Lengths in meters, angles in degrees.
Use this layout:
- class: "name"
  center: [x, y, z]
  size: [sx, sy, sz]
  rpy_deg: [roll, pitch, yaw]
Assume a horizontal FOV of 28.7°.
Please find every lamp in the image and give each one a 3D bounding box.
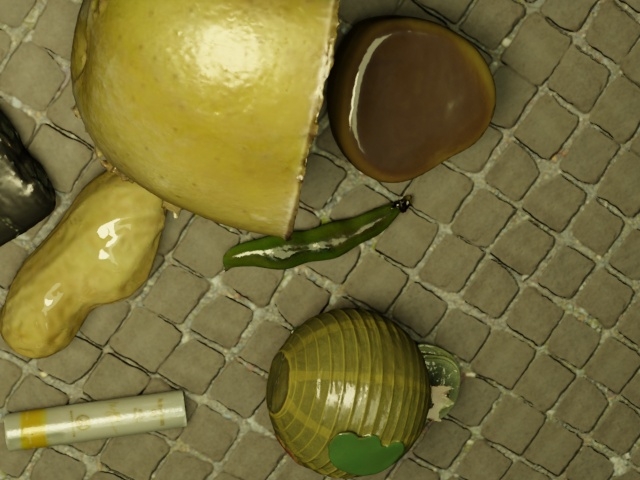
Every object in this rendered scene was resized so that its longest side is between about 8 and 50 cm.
- class: "lamp"
  center: [0.063, 0.220, 1.809]
  size: [0.284, 0.250, 0.250]
  rpy_deg: [7, 107, -21]

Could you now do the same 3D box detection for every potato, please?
- class: "potato"
  center: [-0.140, -0.236, 1.534]
  size: [0.319, 0.385, 0.442]
  rpy_deg: [11, 140, -6]

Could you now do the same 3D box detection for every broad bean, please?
- class: "broad bean"
  center: [0.000, 0.001, 1.824]
  size: [0.297, 0.043, 0.060]
  rpy_deg: [-16, 99, -6]

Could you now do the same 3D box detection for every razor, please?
- class: "razor"
  center: [-0.531, -0.039, 1.674]
  size: [0.326, 0.107, 0.189]
  rpy_deg: [-30, 111, 1]

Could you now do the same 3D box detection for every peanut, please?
- class: "peanut"
  center: [-0.320, 0.036, 1.724]
  size: [0.147, 0.147, 0.319]
  rpy_deg: [39, 95, -19]

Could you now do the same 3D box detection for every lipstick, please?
- class: "lipstick"
  center: [-0.328, 0.265, 1.839]
  size: [0.263, 0.059, 0.059]
  rpy_deg: [-7, 109, -8]

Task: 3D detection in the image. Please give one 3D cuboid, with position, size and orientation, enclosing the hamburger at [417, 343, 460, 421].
- class: "hamburger"
  center: [0.175, 0.222, 1.925]
  size: [0.084, 0.054, 0.121]
  rpy_deg: [11, 98, -12]

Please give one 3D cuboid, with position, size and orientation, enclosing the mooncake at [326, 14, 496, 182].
- class: "mooncake"
  center: [0.114, -0.207, 1.737]
  size: [0.234, 0.117, 0.235]
  rpy_deg: [-3, 106, -10]
